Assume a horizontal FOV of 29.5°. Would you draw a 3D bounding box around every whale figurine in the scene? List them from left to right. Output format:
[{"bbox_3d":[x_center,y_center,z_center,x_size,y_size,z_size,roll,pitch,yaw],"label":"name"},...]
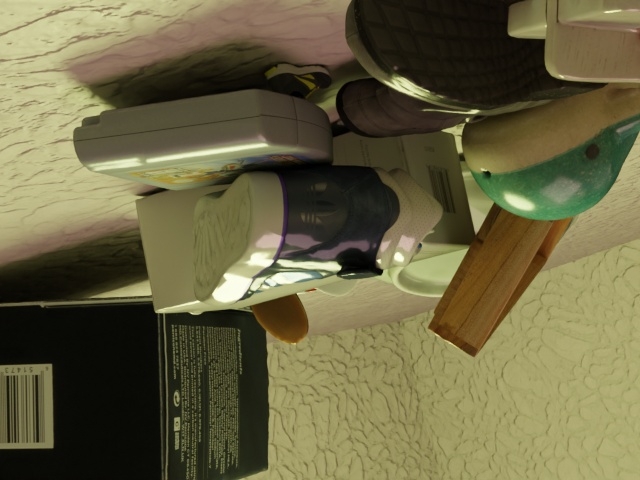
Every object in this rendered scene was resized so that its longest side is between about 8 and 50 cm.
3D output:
[{"bbox_3d":[0.283,-0.120,1.290,0.272,0.141,0.216,-32,-162,-22],"label":"whale figurine"}]

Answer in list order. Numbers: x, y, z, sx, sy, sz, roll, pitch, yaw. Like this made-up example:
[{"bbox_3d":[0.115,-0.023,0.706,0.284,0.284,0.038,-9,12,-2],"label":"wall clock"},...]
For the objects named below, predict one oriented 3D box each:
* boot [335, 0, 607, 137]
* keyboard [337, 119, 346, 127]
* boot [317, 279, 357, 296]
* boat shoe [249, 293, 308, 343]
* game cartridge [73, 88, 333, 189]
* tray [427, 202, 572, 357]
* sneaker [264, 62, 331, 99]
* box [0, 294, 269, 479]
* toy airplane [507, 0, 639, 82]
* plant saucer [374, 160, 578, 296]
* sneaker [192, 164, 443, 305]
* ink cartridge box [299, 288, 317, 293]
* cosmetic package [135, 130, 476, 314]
[{"bbox_3d":[0.091,-0.144,1.108,0.222,0.118,0.338,-15,168,43],"label":"boot"},{"bbox_3d":[0.142,-0.165,1.341,0.256,0.014,0.072,-19,169,29],"label":"keyboard"},{"bbox_3d":[-0.062,0.008,1.841,0.123,0.095,0.258,27,176,46],"label":"boot"},{"bbox_3d":[-0.088,0.070,1.875,0.073,0.207,0.073,-39,175,6],"label":"boat shoe"},{"bbox_3d":[-0.091,-0.092,1.174,0.198,0.062,0.297,-3,178,11],"label":"game cartridge"},{"bbox_3d":[0.264,-0.015,1.557,0.203,0.076,0.411,-64,167,23],"label":"tray"},{"bbox_3d":[-0.020,-0.145,1.150,0.031,0.035,0.083,-21,168,42],"label":"sneaker"},{"bbox_3d":[-0.375,0.245,1.908,0.479,0.297,0.472,-3,176,15],"label":"box"},{"bbox_3d":[0.337,-0.189,0.890,0.386,0.272,0.384,23,180,32],"label":"toy airplane"},{"bbox_3d":[0.210,0.005,1.890,0.400,0.101,0.400,-5,157,-2],"label":"plant saucer"},{"bbox_3d":[0.000,-0.001,1.311,0.236,0.130,0.323,1,168,-19],"label":"sneaker"},{"bbox_3d":[-0.049,0.044,1.985,0.179,0.045,0.145,-12,-159,8],"label":"ink cartridge box"},{"bbox_3d":[-0.018,-0.020,1.494,0.365,0.155,0.197,-14,173,24],"label":"cosmetic package"}]
